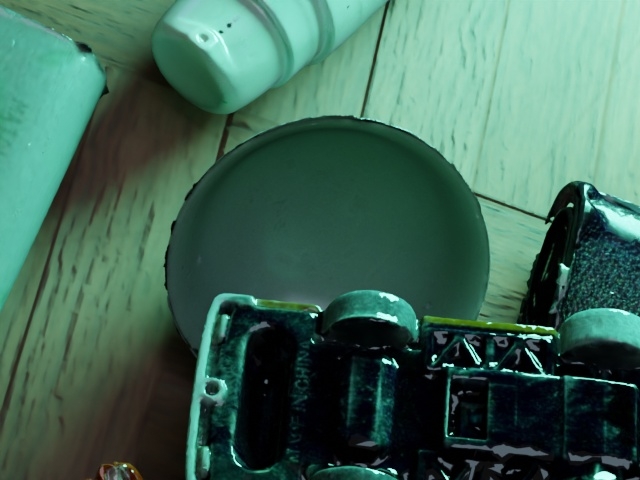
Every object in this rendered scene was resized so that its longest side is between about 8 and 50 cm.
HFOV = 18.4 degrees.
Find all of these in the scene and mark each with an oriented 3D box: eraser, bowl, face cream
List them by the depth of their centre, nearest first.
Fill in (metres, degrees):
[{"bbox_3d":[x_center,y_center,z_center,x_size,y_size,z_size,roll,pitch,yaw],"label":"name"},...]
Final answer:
[{"bbox_3d":[-0.238,-0.034,1.109,0.174,0.081,0.227,23,60,-5],"label":"eraser"},{"bbox_3d":[0.000,0.000,1.164,0.189,0.189,0.086,16,21,-13],"label":"bowl"},{"bbox_3d":[0.022,-0.201,1.271,0.102,0.102,0.345,44,60,2],"label":"face cream"}]

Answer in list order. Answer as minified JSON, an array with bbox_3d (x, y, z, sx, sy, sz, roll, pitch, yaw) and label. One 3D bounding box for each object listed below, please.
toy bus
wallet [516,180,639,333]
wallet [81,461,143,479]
[{"bbox_3d":[0.067,0.124,1.072,0.275,0.167,0.138,5,57,0],"label":"toy bus"},{"bbox_3d":[0.219,0.115,1.228,0.221,0.071,0.262,21,67,-14],"label":"wallet"},{"bbox_3d":[-0.060,0.225,1.025,0.067,0.141,0.241,-33,82,-24],"label":"wallet"}]
